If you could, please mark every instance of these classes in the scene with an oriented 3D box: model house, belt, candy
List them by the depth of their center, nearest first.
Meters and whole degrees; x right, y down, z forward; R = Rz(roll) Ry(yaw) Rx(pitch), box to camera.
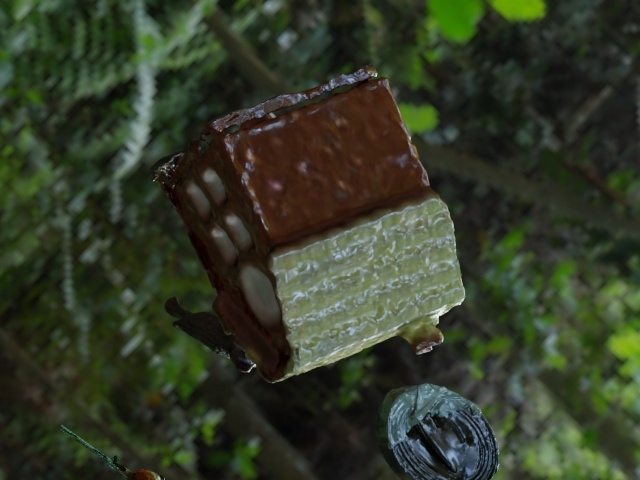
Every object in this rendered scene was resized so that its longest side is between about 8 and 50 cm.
[{"bbox_3d":[0.000,0.000,1.581,0.196,0.254,0.160,-22,169,-29],"label":"model house"},{"bbox_3d":[0.171,0.293,2.659,0.151,0.198,0.078,-48,-172,-13],"label":"belt"},{"bbox_3d":[-0.313,0.328,2.681,0.055,0.185,0.049,-51,-173,23],"label":"candy"}]

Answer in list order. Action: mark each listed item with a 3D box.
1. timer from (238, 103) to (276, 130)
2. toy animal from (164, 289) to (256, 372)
[{"bbox_3d":[0.000,-0.023,2.228,0.161,0.257,0.250,-32,133,-5],"label":"timer"},{"bbox_3d":[-0.122,0.119,2.248,0.105,0.202,0.070,-6,117,-20],"label":"toy animal"}]
